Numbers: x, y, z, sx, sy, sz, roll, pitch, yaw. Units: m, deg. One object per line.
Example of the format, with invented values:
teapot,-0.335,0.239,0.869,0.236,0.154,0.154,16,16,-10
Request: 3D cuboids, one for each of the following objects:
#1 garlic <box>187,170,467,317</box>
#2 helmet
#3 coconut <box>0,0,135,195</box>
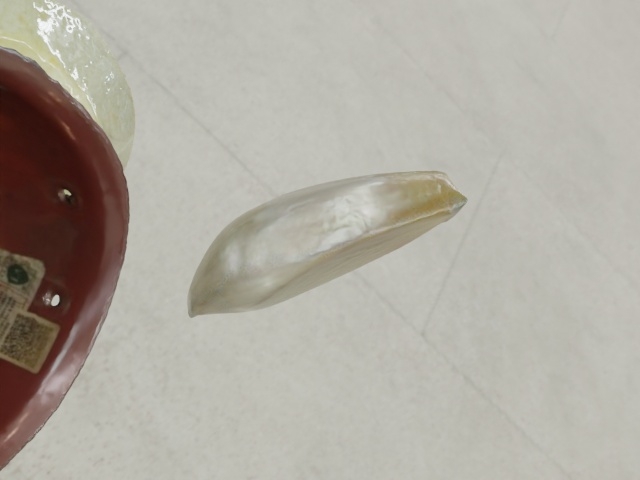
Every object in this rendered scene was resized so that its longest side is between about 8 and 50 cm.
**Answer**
garlic,-0.003,-0.001,1.020,0.143,0.318,0.112,53,22,-76
helmet,-0.339,0.004,0.705,0.230,0.385,0.337,22,69,26
coconut,-0.353,-0.133,1.017,0.323,0.323,0.323,26,43,-28
